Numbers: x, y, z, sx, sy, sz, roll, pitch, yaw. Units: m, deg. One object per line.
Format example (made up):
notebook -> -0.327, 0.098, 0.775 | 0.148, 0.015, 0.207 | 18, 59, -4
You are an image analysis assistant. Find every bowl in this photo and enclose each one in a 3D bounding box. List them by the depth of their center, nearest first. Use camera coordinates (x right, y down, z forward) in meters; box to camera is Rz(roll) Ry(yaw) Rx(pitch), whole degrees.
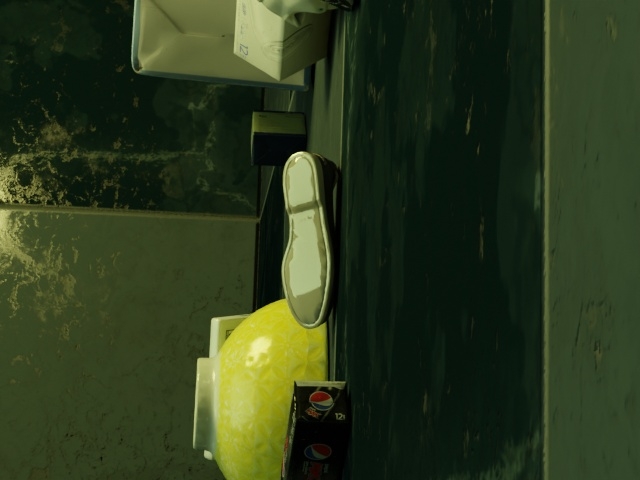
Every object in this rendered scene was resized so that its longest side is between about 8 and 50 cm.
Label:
bowl -> -0.080, 0.207, 1.883 | 0.289, 0.156, 0.290 | -177, 90, -86

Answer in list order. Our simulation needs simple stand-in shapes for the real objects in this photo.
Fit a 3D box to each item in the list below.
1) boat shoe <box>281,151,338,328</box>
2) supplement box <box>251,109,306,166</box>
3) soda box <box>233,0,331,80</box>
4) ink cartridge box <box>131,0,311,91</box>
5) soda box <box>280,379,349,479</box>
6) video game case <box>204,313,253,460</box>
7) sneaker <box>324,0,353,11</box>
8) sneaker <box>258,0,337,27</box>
boat shoe -> 0.000, 0.000, 1.754 | 0.065, 0.075, 0.206 | 2, -96, -52
supplement box -> -0.067, -0.160, 2.344 | 0.083, 0.083, 0.056 | -96, 11, -58
soda box -> -0.041, -0.355, 1.915 | 0.091, 0.098, 0.286 | 34, 136, 29
ink cartridge box -> -0.152, -0.358, 2.365 | 0.395, 0.270, 0.151 | -100, 17, -70
soda box -> -0.007, 0.219, 1.578 | 0.169, 0.060, 0.053 | 99, 171, -47
video game case -> -0.085, 0.192, 2.031 | 0.022, 0.173, 0.190 | 10, 99, 43
sneaker -> 0.025, -0.282, 1.670 | 0.109, 0.040, 0.044 | -150, 79, -81
sneaker -> 0.000, -0.317, 1.779 | 0.080, 0.094, 0.212 | -49, 11, -27
